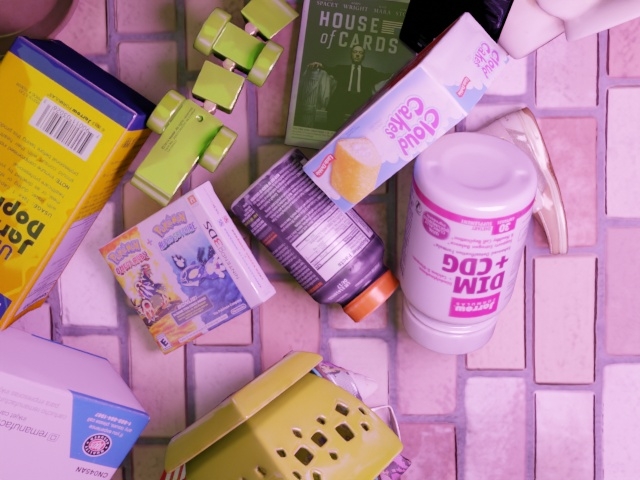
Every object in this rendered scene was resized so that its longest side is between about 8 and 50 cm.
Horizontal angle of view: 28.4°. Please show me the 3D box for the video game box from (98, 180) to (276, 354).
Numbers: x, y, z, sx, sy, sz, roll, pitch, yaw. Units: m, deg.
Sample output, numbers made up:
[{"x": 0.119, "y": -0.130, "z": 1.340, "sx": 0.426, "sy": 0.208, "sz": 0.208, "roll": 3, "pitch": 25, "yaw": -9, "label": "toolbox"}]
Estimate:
[{"x": -0.192, "y": 0.042, "z": 1.797, "sx": 0.205, "sy": 0.048, "sz": 0.187, "roll": -30, "pitch": 92, "yaw": 31, "label": "video game box"}]

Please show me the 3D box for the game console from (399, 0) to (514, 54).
[{"x": 0.105, "y": -0.383, "z": 1.676, "sx": 0.361, "sy": 0.213, "sz": 0.044, "roll": 43, "pitch": 55, "yaw": 19, "label": "game console"}]

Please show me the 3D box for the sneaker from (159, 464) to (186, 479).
[{"x": -0.167, "y": 0.404, "z": 1.869, "sx": 0.128, "sy": 0.087, "sz": 0.221, "roll": -14, "pitch": 84, "yaw": 14, "label": "sneaker"}]

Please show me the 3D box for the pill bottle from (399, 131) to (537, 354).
[{"x": 0.190, "y": 0.010, "z": 1.694, "sx": 0.160, "sy": 0.160, "sz": 0.283, "roll": 7, "pitch": 132, "yaw": 3, "label": "pill bottle"}]

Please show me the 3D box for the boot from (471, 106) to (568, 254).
[{"x": 0.251, "y": -0.063, "z": 1.779, "sx": 0.165, "sy": 0.077, "sz": 0.213, "roll": -18, "pitch": 90, "yaw": 5, "label": "boot"}]

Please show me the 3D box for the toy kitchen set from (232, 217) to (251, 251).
[{"x": -0.147, "y": 0.008, "z": 1.830, "sx": 0.083, "sy": 0.068, "sz": 0.075, "roll": 45, "pitch": 122, "yaw": 4, "label": "toy kitchen set"}]

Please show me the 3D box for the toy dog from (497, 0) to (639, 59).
[{"x": 0.297, "y": -0.471, "z": 1.658, "sx": 0.395, "sy": 0.284, "sz": 0.408, "roll": -16, "pitch": 99, "yaw": 42, "label": "toy dog"}]

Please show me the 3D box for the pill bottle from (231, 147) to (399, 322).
[{"x": 0.000, "y": 0.000, "z": 1.775, "sx": 0.130, "sy": 0.130, "sz": 0.246, "roll": -42, "pitch": 93, "yaw": 7, "label": "pill bottle"}]

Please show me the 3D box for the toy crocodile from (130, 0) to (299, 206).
[{"x": -0.146, "y": -0.202, "z": 1.741, "sx": 0.115, "sy": 0.105, "sz": 0.341, "roll": 30, "pitch": 85, "yaw": -3, "label": "toy crocodile"}]

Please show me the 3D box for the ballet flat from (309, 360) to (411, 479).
[{"x": 0.063, "y": 0.251, "z": 1.837, "sx": 0.079, "sy": 0.077, "sz": 0.221, "roll": -32, "pitch": 99, "yaw": -12, "label": "ballet flat"}]

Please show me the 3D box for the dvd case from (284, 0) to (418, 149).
[{"x": 0.052, "y": -0.242, "z": 1.793, "sx": 0.179, "sy": 0.029, "sz": 0.239, "roll": 8, "pitch": 98, "yaw": 2, "label": "dvd case"}]

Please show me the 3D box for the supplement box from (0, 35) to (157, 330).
[{"x": -0.406, "y": -0.083, "z": 1.757, "sx": 0.195, "sy": 0.194, "sz": 0.356, "roll": 33, "pitch": 98, "yaw": -1, "label": "supplement box"}]

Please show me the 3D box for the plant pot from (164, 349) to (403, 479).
[{"x": -0.063, "y": 0.295, "z": 1.740, "sx": 0.227, "sy": 0.228, "sz": 0.207, "roll": -39, "pitch": 85, "yaw": 39, "label": "plant pot"}]

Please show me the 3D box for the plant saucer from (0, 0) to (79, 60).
[{"x": -0.469, "y": -0.371, "z": 1.737, "sx": 0.277, "sy": 0.041, "sz": 0.278, "roll": -8, "pitch": 133, "yaw": -8, "label": "plant saucer"}]

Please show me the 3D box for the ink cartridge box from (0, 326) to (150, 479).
[{"x": -0.472, "y": 0.329, "z": 1.757, "sx": 0.285, "sy": 0.166, "sz": 0.395, "roll": 26, "pitch": 102, "yaw": -44, "label": "ink cartridge box"}]

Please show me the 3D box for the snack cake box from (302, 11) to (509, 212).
[{"x": 0.109, "y": -0.163, "z": 1.646, "sx": 0.089, "sy": 0.152, "sz": 0.264, "roll": 46, "pitch": 136, "yaw": -5, "label": "snack cake box"}]
